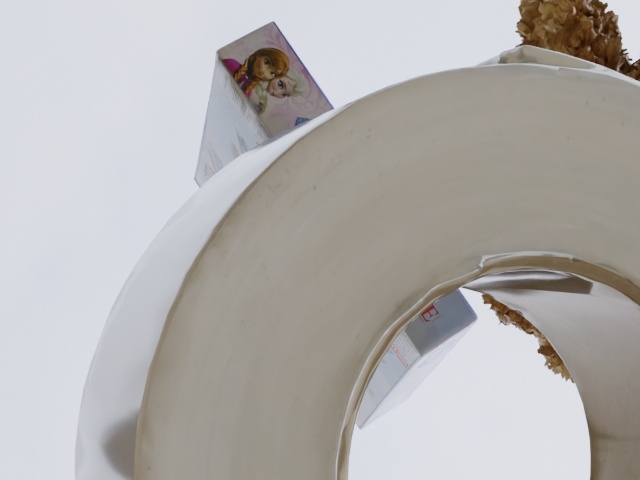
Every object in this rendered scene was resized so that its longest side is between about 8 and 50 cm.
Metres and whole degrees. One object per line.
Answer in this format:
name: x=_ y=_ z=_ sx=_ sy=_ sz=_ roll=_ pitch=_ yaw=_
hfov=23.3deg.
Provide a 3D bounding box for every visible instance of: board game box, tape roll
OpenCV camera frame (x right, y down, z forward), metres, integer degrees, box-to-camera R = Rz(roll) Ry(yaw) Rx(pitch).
board game box: x=0.000 y=0.000 z=1.448 sx=0.318 sy=0.066 sz=0.318 roll=56 pitch=-17 yaw=10
tape roll: x=0.060 y=0.080 z=0.559 sx=0.100 sy=0.286 sz=0.286 roll=167 pitch=-85 yaw=-70

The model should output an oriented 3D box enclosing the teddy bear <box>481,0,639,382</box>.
teddy bear: x=0.212 y=-0.052 z=0.873 sx=0.338 sy=0.113 sz=0.245 roll=-18 pitch=-79 yaw=28
